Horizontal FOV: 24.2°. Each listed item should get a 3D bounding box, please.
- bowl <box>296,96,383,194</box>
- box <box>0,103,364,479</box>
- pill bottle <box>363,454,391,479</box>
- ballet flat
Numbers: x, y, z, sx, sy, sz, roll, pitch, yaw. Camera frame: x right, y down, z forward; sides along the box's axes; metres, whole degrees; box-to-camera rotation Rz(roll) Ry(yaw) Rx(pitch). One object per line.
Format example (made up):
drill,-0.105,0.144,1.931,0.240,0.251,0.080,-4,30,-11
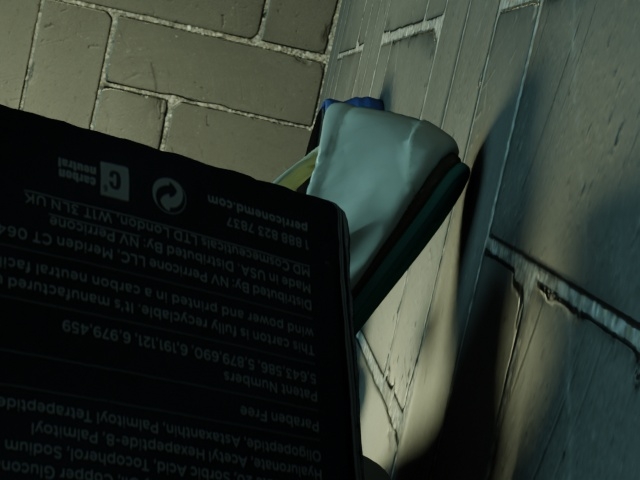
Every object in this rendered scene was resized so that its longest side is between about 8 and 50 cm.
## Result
bowl,0.000,0.000,1.934,0.391,0.077,0.391,-168,90,-86
box,-0.222,0.240,0.904,0.480,0.297,0.472,-30,56,44
pill bottle,-0.009,0.250,1.073,0.108,0.108,0.193,-88,12,-69
ballet flat,-0.043,0.073,1.094,0.400,0.139,0.139,-58,4,1
